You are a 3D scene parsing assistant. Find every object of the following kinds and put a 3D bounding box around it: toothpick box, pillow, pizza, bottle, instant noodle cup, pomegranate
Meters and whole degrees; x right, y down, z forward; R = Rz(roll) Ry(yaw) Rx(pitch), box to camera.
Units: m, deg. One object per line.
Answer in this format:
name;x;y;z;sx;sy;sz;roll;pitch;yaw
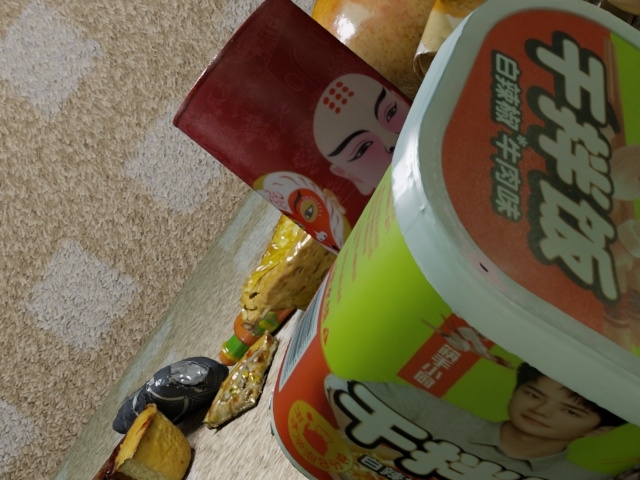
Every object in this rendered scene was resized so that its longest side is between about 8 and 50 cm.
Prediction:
toothpick box;0.019;-0.107;1.374;0.204;0.333;0.204;-51;4;5
pillow;-0.266;0.277;2.101;0.161;0.093;0.335;-21;-10;-32
pizza;-0.128;0.237;1.851;0.185;0.036;0.176;-54;11;9
bottle;-0.110;0.144;1.985;0.187;0.069;0.069;-51;11;31
instant noodle cup;0.120;0.046;0.781;0.308;0.293;0.294;-53;8;50
pomegranate;0.140;-0.257;1.564;0.319;0.319;0.319;-52;11;14

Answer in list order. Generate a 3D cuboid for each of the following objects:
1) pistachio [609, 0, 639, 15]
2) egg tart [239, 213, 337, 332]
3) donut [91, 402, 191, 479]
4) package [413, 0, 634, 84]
pistachio;0.320;-0.292;1.125;0.181;0.162;0.293;-16;22;8
egg tart;0.001;-0.003;1.762;0.341;0.129;0.341;-53;13;18
donut;-0.294;0.371;1.983;0.295;0.112;0.151;-40;16;50
package;0.255;-0.245;1.295;0.165;0.221;0.311;-16;36;41
